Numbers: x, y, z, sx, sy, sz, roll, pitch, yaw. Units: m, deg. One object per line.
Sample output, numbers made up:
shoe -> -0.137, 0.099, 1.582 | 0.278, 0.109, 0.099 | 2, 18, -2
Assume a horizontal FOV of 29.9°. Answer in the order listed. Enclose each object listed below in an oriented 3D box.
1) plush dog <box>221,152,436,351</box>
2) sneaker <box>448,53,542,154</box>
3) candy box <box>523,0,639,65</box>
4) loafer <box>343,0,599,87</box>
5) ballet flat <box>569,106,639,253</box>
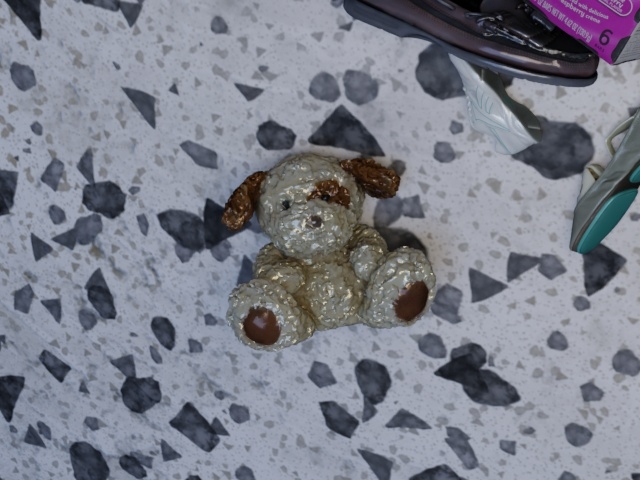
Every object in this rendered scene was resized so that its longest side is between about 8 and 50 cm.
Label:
plush dog -> 0.000, 0.000, 1.515 | 0.262, 0.210, 0.225 | -10, 98, 0
sneaker -> 0.190, -0.161, 1.388 | 0.061, 0.054, 0.152 | -32, 100, 37
candy box -> 0.307, -0.318, 1.210 | 0.159, 0.071, 0.233 | 43, 127, 24
loafer -> 0.168, -0.254, 1.320 | 0.302, 0.109, 0.095 | 22, 119, 17
ballet flat -> 0.338, -0.078, 1.363 | 0.068, 0.072, 0.213 | 53, 129, 27
